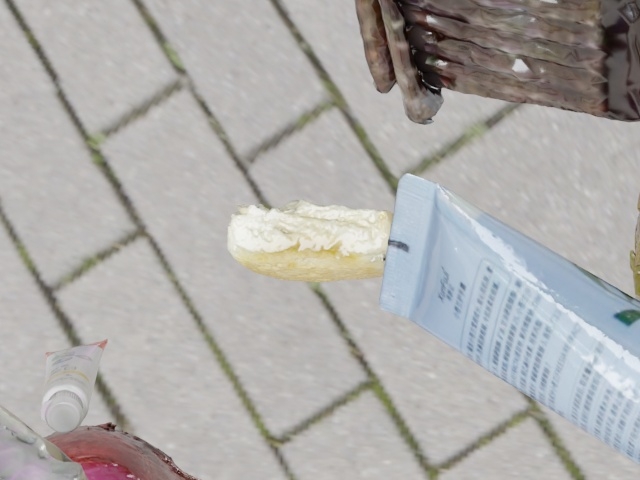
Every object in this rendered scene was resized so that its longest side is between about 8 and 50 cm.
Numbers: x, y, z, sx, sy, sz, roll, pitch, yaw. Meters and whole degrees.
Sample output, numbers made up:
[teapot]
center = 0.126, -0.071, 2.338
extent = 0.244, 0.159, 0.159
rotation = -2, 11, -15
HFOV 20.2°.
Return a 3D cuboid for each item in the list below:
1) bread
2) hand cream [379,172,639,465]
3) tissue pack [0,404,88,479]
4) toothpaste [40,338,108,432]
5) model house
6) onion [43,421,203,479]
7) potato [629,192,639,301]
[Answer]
[bread]
center = 0.000, 0.000, 0.840
extent = 0.083, 0.070, 0.035
rotation = 3, 82, 13
[hand cream]
center = 0.140, 0.064, 0.748
extent = 0.271, 0.091, 0.058
rotation = 31, 54, 21
[tissue pack]
center = -0.204, 0.185, 1.018
extent = 0.215, 0.256, 0.123
rotation = 26, 48, 28
[toothpaste]
center = -0.174, 0.096, 1.255
extent = 0.048, 0.190, 0.031
rotation = -14, 102, -2
[model house]
center = 0.087, -0.133, 0.525
extent = 0.164, 0.203, 0.141
rotation = -4, 46, -3
[onion]
center = -0.192, 0.302, 1.661
extent = 0.276, 0.276, 0.276
rotation = -2, 82, 15
[potato]
center = 0.281, -0.050, 1.149
extent = 0.141, 0.176, 0.298
rotation = 10, 108, -2
